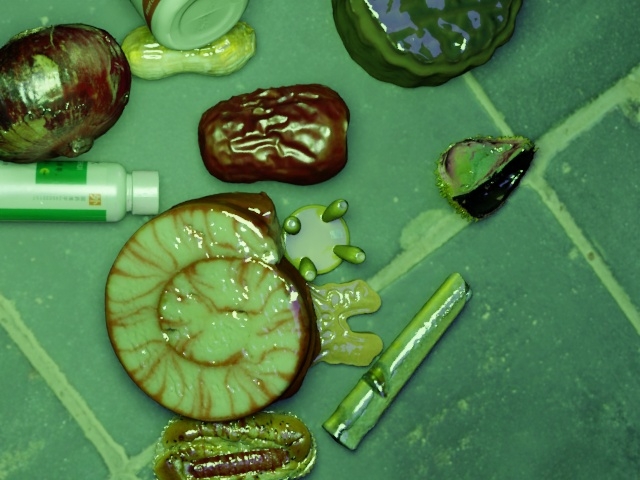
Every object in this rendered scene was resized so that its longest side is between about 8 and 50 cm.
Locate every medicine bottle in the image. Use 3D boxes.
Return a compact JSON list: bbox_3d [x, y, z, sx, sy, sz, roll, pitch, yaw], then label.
[{"bbox_3d":[-0.234,-0.423,1.608,0.157,0.157,0.288,-32,69,-7],"label":"medicine bottle"},{"bbox_3d":[-0.370,-0.072,1.650,0.260,0.095,0.095,2,90,-9],"label":"medicine bottle"}]

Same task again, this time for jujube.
[{"bbox_3d":[-0.067,-0.155,1.671,0.230,0.155,0.155,-7,92,-7],"label":"jujube"}]

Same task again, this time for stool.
[{"bbox_3d":[0.000,0.000,1.701,0.134,0.110,0.135,26,85,-8],"label":"stool"}]

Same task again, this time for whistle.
[{"bbox_3d":[0.127,0.188,1.752,0.057,0.068,0.326,36,83,37],"label":"whistle"}]

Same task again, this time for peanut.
[{"bbox_3d":[-0.198,-0.286,1.679,0.207,0.087,0.087,-7,92,-7],"label":"peanut"}]

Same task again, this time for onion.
[{"bbox_3d":[-0.382,-0.204,1.569,0.246,0.246,0.190,-28,93,-8],"label":"onion"}]

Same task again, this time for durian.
[{"bbox_3d":[0.244,-0.108,1.761,0.187,0.119,0.108,-37,58,-18],"label":"durian"}]

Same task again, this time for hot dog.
[{"bbox_3d":[-0.131,0.320,1.705,0.253,0.069,0.131,-2,90,-10],"label":"hot dog"}]

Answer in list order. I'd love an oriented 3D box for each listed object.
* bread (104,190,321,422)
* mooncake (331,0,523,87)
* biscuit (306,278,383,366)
[{"bbox_3d":[-0.161,0.104,1.641,0.295,0.114,0.327,-21,95,10],"label":"bread"},{"bbox_3d":[0.166,-0.380,1.699,0.290,0.161,0.290,0,92,-10],"label":"mooncake"},{"bbox_3d":[-0.020,0.130,1.741,0.236,0.040,0.144,-2,85,-11],"label":"biscuit"}]
